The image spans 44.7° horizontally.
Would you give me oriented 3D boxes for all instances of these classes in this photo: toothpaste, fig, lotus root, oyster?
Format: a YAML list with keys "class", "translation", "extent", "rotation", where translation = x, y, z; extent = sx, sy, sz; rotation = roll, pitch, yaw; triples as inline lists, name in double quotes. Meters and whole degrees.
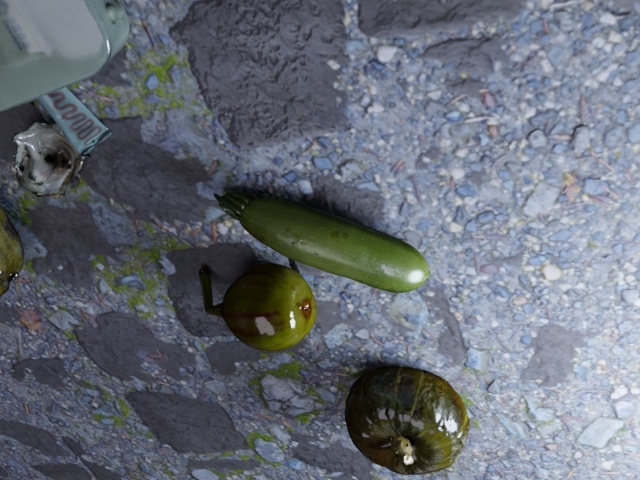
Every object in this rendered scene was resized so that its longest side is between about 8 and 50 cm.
- class: "toothpaste"
  translation: [-0.379, -0.210, 1.085]
  extent: [0.056, 0.036, 0.205]
  rotation: [-36, 120, 2]
- class: "fig"
  translation: [-0.104, 0.107, 1.227]
  extent: [0.186, 0.142, 0.147]
  rotation: [-14, 101, 12]
- class: "lotus root"
  translation: [-0.584, -0.020, 1.244]
  extent: [0.154, 0.154, 0.278]
  rotation: [-5, 129, 20]
- class: "oyster"
  translation: [-0.416, -0.116, 1.173]
  extent: [0.108, 0.053, 0.165]
  rotation: [10, 132, -30]

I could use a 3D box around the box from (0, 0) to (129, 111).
- class: "box"
  translation: [-0.476, -0.331, 0.913]
  extent: [0.397, 0.111, 0.396]
  rotation: [-15, 123, 16]

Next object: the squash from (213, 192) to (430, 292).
- class: "squash"
  translation: [0.000, 0.000, 1.134]
  extent: [0.341, 0.094, 0.094]
  rotation: [21, 134, -3]

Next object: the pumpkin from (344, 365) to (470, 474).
- class: "pumpkin"
  translation: [0.150, 0.324, 1.347]
  extent: [0.219, 0.162, 0.219]
  rotation: [7, 129, 9]
